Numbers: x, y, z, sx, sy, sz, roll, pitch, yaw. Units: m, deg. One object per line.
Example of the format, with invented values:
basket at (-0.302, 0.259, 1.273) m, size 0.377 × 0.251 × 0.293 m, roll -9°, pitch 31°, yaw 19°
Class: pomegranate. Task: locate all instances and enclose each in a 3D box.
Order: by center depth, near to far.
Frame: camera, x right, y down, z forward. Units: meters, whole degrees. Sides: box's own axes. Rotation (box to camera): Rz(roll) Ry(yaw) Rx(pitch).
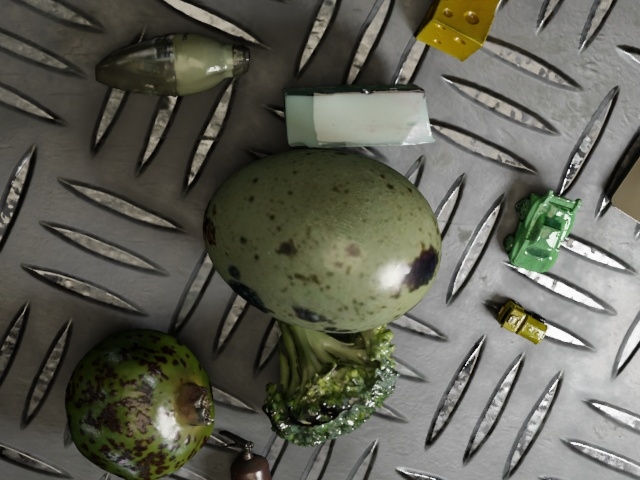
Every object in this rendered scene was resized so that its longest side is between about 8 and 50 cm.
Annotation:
pomegranate at (-0.282, 0.271, 1.755) m, size 0.270 × 0.254 × 0.254 m, roll -1°, pitch 108°, yaw 31°

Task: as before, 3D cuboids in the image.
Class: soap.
soap at (0.058, -0.203, 1.704) m, size 0.230 × 0.145 × 0.091 m, roll -4°, pitch 105°, yaw -4°

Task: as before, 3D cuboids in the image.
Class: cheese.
cheese at (0.237, -0.388, 1.705) m, size 0.093 × 0.126 × 0.171 m, roll 27°, pitch 83°, yaw -5°

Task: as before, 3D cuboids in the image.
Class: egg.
egg at (0.000, 0.000, 1.679) m, size 0.379 × 0.287 × 0.288 m, roll 2°, pitch 106°, yaw 9°

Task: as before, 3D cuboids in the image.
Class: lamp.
lamp at (-0.233, -0.277, 1.688) m, size 0.250 × 0.101 × 0.101 m, roll -3°, pitch 105°, yaw 0°

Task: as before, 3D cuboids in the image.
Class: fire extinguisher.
fire extinguisher at (-0.122, 0.465, 1.916) m, size 0.089 × 0.072 × 0.268 m, roll 0°, pitch 109°, yaw 34°

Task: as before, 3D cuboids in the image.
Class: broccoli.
broccoli at (-0.004, 0.208, 1.786) m, size 0.263 × 0.247 × 0.243 m, roll -44°, pitch 68°, yaw 45°

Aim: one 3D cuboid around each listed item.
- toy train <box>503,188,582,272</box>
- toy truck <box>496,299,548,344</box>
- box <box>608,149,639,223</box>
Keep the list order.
toy train at (0.376, -0.017, 1.811) m, size 0.099 × 0.081 × 0.149 m, roll 18°, pitch 103°, yaw -9°
toy truck at (0.350, 0.143, 1.866) m, size 0.083 × 0.054 × 0.049 m, roll 29°, pitch 102°, yaw -10°
box at (0.556, -0.096, 1.827) m, size 0.091 × 0.031 × 0.126 m, roll 29°, pitch 101°, yaw -11°
